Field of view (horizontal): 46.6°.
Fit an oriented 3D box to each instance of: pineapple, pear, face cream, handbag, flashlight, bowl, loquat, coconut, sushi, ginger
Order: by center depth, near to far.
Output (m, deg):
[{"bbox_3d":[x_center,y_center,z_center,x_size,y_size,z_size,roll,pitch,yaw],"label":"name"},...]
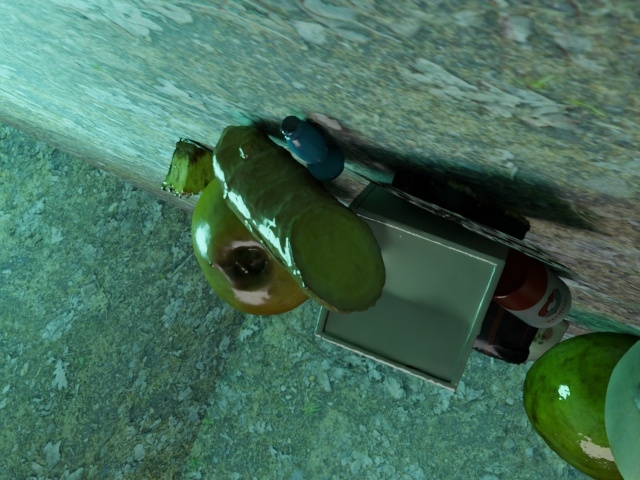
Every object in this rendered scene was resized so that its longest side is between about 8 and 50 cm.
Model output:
[{"bbox_3d":[0.181,-0.041,0.902,0.279,0.043,0.192,27,-177,42],"label":"sushi"},{"bbox_3d":[-0.009,-0.116,0.930,0.051,0.051,0.129,19,170,28],"label":"flashlight"},{"bbox_3d":[-0.034,-0.028,1.001,0.354,0.126,0.190,49,165,40],"label":"ginger"},{"bbox_3d":[0.612,0.284,1.185,0.322,0.323,0.323,22,175,2],"label":"coconut"},{"bbox_3d":[0.328,0.073,1.200,0.095,0.096,0.214,18,173,38],"label":"face cream"},{"bbox_3d":[-0.087,-0.008,1.318,0.274,0.275,0.275,22,175,2],"label":"loquat"},{"bbox_3d":[0.315,0.127,1.421,0.215,0.169,0.155,18,-172,19],"label":"handbag"},{"bbox_3d":[-0.245,-0.145,1.436,0.069,0.137,0.116,14,128,35],"label":"pineapple"},{"bbox_3d":[0.645,0.364,1.640,0.352,0.352,0.413,26,171,-41],"label":"pear"},{"bbox_3d":[0.500,0.237,1.960,0.277,0.145,0.277,21,173,3],"label":"bowl"}]

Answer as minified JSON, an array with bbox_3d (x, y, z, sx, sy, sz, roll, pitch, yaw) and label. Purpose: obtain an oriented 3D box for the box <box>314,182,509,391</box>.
[{"bbox_3d":[0.136,0.064,1.091,0.225,0.225,0.117,21,-152,12],"label":"box"}]
